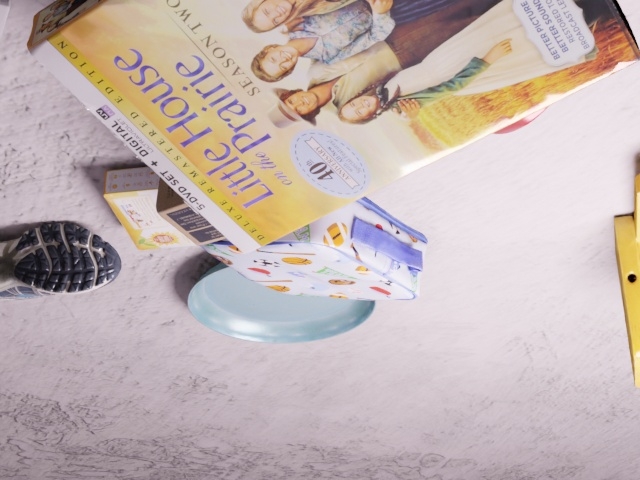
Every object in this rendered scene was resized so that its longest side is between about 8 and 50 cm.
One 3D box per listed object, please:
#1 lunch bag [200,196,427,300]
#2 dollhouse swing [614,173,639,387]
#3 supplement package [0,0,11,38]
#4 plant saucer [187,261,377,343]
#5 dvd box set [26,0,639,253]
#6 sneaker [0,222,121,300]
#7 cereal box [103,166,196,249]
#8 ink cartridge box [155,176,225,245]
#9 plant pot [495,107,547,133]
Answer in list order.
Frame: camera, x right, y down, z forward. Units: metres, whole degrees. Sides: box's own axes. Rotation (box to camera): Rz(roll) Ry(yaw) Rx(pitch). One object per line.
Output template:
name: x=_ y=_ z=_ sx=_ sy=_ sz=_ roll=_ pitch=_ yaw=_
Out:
lunch bag: x=0.000 y=0.000 z=1.347 sx=0.243 sy=0.115 sz=0.303 roll=-1 pitch=163 yaw=35
dollhouse swing: x=0.612 y=0.051 z=1.446 sx=0.347 sy=0.315 sz=0.305 roll=-7 pitch=170 yaw=12
supplement package: x=-0.384 y=-0.241 z=1.064 sx=0.105 sy=0.105 sz=0.179 roll=13 pitch=148 yaw=-22
plant saucer: x=-0.064 y=0.092 z=1.723 sx=0.317 sy=0.043 sz=0.317 roll=0 pitch=150 yaw=0
dvd box set: x=0.014 y=-0.172 z=0.861 sx=0.420 sy=0.062 sz=0.307 roll=-25 pitch=131 yaw=22
sneaker: x=-0.441 y=0.039 z=1.590 sx=0.283 sy=0.110 sz=0.122 roll=-2 pitch=168 yaw=7
cereal box: x=-0.169 y=-0.051 z=1.463 sx=0.240 sy=0.047 sz=0.173 roll=-5 pitch=151 yaw=6
ink cartridge box: x=-0.072 y=-0.130 z=1.135 sx=0.193 sy=0.234 sz=0.088 roll=-14 pitch=143 yaw=25
plant pot: x=0.149 y=-0.223 z=1.029 sx=0.174 sy=0.191 sz=0.191 roll=20 pitch=144 yaw=-27
